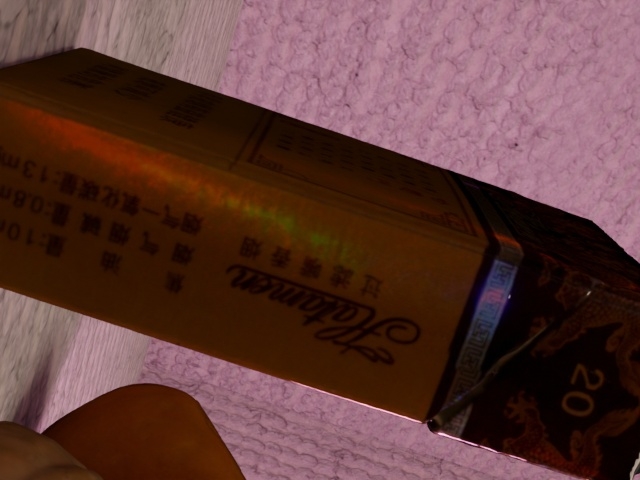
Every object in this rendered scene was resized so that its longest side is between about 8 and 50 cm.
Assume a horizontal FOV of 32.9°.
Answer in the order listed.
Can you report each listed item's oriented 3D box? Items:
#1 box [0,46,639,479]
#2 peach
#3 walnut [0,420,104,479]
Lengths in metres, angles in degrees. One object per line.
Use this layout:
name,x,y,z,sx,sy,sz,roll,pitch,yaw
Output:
box,0.001,0.000,0.694,0.264,0.415,0.115,-91,-160,-78
peach,-0.215,0.338,1.198,0.302,0.342,0.343,-29,178,-9
walnut,-0.172,0.185,0.499,0.213,0.213,0.213,-161,-90,-86
